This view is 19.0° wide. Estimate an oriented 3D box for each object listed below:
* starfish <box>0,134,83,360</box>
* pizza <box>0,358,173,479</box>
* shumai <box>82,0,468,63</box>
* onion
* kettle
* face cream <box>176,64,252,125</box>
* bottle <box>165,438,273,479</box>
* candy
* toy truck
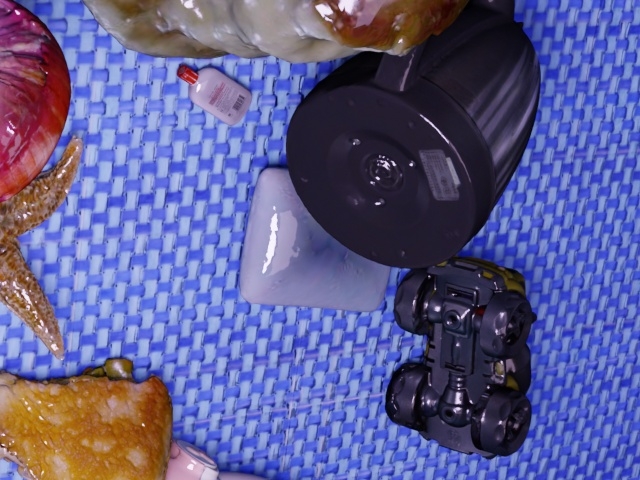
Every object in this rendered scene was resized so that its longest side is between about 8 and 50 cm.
[{"bbox_3d":[-0.306,-0.012,1.685,0.235,0.062,0.277,-25,111,-30],"label":"starfish"},{"bbox_3d":[-0.239,0.187,1.808,0.226,0.069,0.147,-2,70,-32],"label":"pizza"},{"bbox_3d":[-0.003,-0.292,1.621,0.397,0.323,0.324,-26,125,-24],"label":"shumai"},{"bbox_3d":[-0.313,-0.095,1.568,0.230,0.230,0.163,-36,151,-17],"label":"onion"},{"bbox_3d":[0.110,-0.145,1.856,0.271,0.207,0.251,-46,116,-43],"label":"kettle"},{"bbox_3d":[-0.102,-0.142,1.810,0.083,0.021,0.040,32,90,-40],"label":"face cream"},{"bbox_3d":[-0.110,0.289,1.925,0.236,0.147,0.148,33,90,-32],"label":"bottle"},{"bbox_3d":[0.000,0.000,1.912,0.174,0.071,0.138,5,98,-37],"label":"candy"},{"bbox_3d":[0.172,0.117,2.057,0.165,0.147,0.224,-27,124,-52],"label":"toy truck"}]
